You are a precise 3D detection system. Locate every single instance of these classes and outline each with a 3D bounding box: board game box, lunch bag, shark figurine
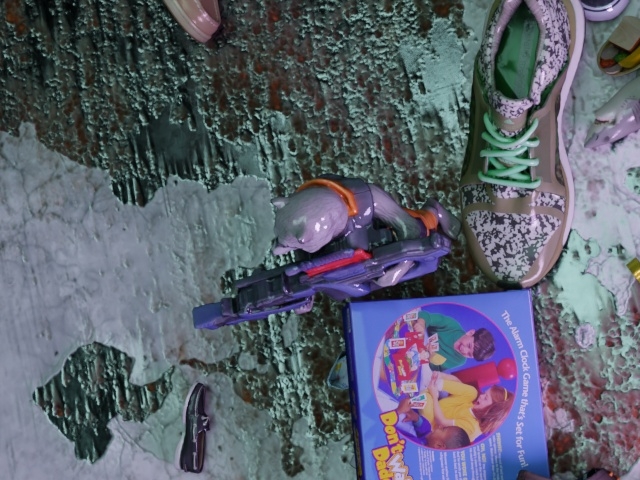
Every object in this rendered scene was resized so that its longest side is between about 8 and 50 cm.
[{"bbox_3d":[0.160,0.243,1.805,0.233,0.078,0.347,-4,82,-7],"label":"board game box"},{"bbox_3d":[0.051,0.167,1.894,0.083,0.071,0.053,-30,77,12],"label":"lunch bag"},{"bbox_3d":[0.471,-0.178,1.782,0.116,0.278,0.166,44,63,-20],"label":"shark figurine"}]

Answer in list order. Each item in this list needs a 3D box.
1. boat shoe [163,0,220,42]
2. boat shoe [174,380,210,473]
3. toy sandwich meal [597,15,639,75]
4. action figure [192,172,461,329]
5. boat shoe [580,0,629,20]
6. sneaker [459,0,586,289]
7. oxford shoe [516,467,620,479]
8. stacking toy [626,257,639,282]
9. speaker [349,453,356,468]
[{"bbox_3d":[-0.191,-0.444,2.017,0.110,0.122,0.341,-21,76,14],"label":"boat shoe"},{"bbox_3d":[-0.168,0.255,1.962,0.038,0.046,0.125,11,89,18],"label":"boat shoe"},{"bbox_3d":[0.390,-0.249,1.849,0.086,0.029,0.085,-21,46,23],"label":"toy sandwich meal"},{"bbox_3d":[0.000,0.000,1.794,0.341,0.330,0.178,-16,78,15],"label":"action figure"},{"bbox_3d":[0.350,-0.438,1.862,0.108,0.102,0.301,-1,83,17],"label":"boat shoe"},{"bbox_3d":[0.236,-0.141,1.808,0.158,0.182,0.410,3,93,20],"label":"sneaker"},{"bbox_3d":[0.364,0.321,1.736,0.271,0.097,0.098,4,73,-11],"label":"oxford shoe"},{"bbox_3d":[0.511,0.068,1.781,0.167,0.052,0.221,-38,77,9],"label":"stacking toy"},{"bbox_3d":[0.091,0.242,1.881,0.055,0.055,0.136,25,91,18],"label":"speaker"}]
